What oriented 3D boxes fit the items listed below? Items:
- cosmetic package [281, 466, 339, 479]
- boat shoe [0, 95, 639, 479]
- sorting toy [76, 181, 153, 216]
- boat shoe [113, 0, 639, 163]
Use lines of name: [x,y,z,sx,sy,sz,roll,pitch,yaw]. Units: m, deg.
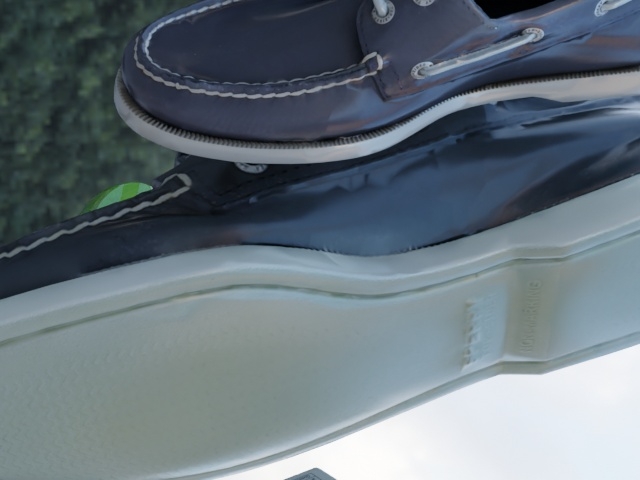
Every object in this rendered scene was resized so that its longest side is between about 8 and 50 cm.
cosmetic package: [0.025,0.328,1.284,0.309,0.160,0.113,24,-54,54]
boat shoe: [0.001,-0.003,0.527,0.127,0.340,0.113,88,-17,-52]
sorting toy: [-0.157,0.020,0.958,0.126,0.365,0.127,0,-76,27]
boat shoe: [0.035,-0.077,0.447,0.065,0.206,0.075,91,-13,-48]
